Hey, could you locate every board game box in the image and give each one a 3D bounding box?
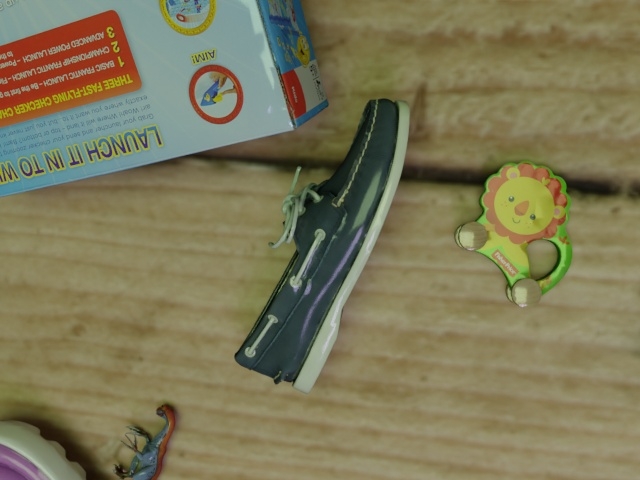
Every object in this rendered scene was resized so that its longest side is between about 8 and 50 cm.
[{"bbox_3d":[-0.182,-0.205,0.547,0.308,0.086,0.302,-9,108,21],"label":"board game box"}]

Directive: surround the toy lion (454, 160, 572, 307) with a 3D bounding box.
[{"bbox_3d":[0.165,-0.010,0.588,0.096,0.034,0.100,-42,86,3],"label":"toy lion"}]

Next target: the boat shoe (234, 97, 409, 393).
[{"bbox_3d":[0.000,0.000,0.590,0.079,0.095,0.254,20,107,-2],"label":"boat shoe"}]

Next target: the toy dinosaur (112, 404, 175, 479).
[{"bbox_3d":[-0.155,0.195,0.670,0.082,0.047,0.090,-40,120,3],"label":"toy dinosaur"}]

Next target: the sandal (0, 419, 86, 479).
[{"bbox_3d":[-0.193,0.339,0.639,0.416,0.102,0.169,40,106,3],"label":"sandal"}]
